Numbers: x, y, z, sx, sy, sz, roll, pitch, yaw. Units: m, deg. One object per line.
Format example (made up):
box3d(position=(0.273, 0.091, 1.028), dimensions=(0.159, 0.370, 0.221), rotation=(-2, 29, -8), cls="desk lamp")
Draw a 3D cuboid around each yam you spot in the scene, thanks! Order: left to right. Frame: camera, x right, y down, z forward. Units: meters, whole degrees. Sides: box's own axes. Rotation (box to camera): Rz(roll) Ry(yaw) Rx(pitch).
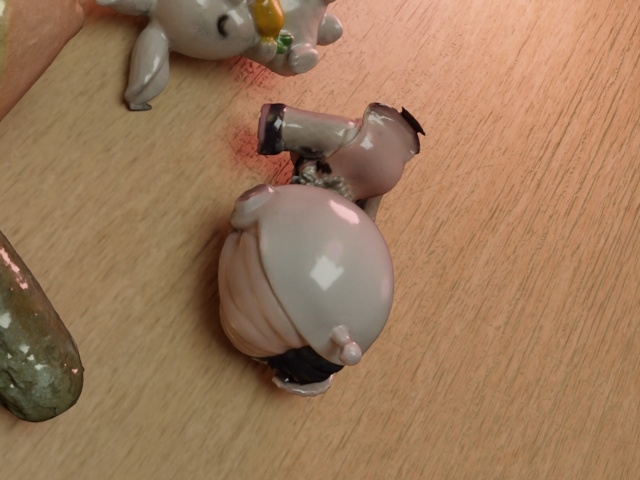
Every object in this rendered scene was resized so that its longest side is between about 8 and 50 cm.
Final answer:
box3d(position=(-0.362, 0.051, 0.934), dimensions=(0.133, 0.133, 0.330), rotation=(-47, 110, -37), cls="yam")

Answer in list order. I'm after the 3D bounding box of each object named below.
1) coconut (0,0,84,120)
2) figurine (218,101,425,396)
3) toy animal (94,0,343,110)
box3d(position=(-0.384, -0.236, 0.888), dimensions=(0.328, 0.328, 0.329), rotation=(12, 70, -36), cls="coconut")
box3d(position=(-0.007, -0.005, 1.173), dimensions=(0.253, 0.211, 0.361), rotation=(34, 57, -26), cls="figurine")
box3d(position=(-0.129, -0.292, 1.206), dimensions=(0.325, 0.154, 0.209), rotation=(-24, 115, -20), cls="toy animal")
